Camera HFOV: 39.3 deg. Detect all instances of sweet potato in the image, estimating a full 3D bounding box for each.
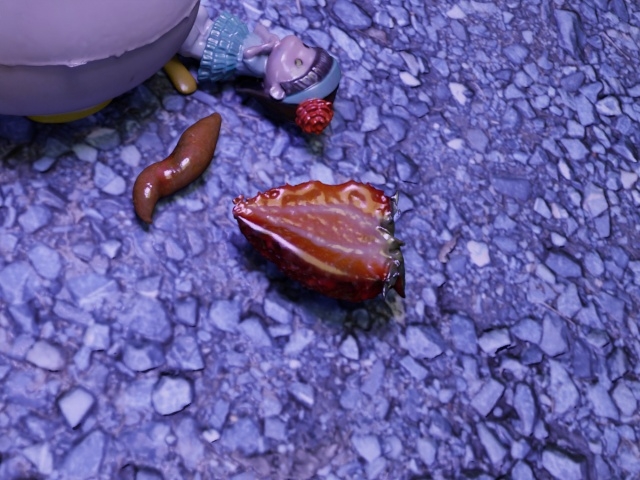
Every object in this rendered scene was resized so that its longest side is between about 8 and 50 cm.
[{"bbox_3d":[-0.178,-0.102,1.157,0.055,0.058,0.202,50,52,-18],"label":"sweet potato"}]

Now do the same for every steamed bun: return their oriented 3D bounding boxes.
[{"bbox_3d":[-0.325,-0.312,1.054,0.373,0.334,0.334,-22,74,-31],"label":"steamed bun"}]

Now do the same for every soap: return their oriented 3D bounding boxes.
[{"bbox_3d":[-0.203,-0.240,1.246,0.034,0.012,0.089,-29,78,-33],"label":"soap"}]

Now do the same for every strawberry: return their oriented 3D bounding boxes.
[{"bbox_3d":[-0.003,0.013,1.148,0.228,0.098,0.175,-2,64,-21],"label":"strawberry"}]

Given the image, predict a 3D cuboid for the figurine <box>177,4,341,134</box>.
[{"bbox_3d":[-0.088,-0.239,1.243,0.245,0.110,0.138,23,58,-5],"label":"figurine"}]
